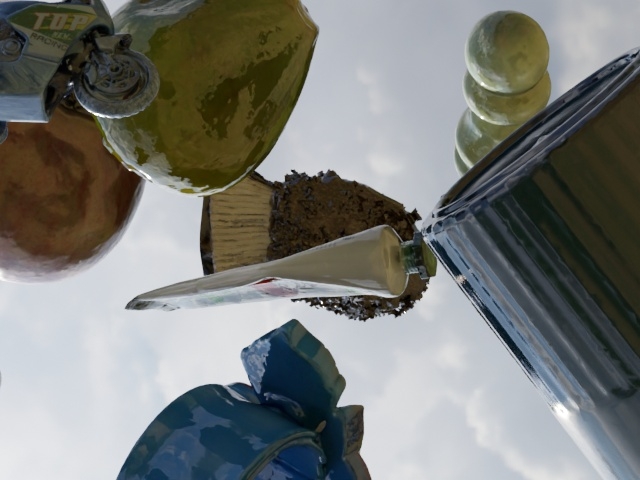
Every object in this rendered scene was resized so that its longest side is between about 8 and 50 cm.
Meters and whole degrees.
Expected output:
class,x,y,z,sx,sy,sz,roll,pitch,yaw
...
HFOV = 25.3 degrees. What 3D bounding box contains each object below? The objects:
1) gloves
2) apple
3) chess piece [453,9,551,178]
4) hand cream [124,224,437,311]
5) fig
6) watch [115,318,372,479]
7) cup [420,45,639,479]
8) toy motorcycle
class,x,y,z,sx,sy,sz,roll,pitch,yaw
gloves,-0.001,0.006,1.849,0.135,0.312,0.210,101,169,-57
apple,-0.350,-0.127,1.703,0.345,0.269,0.344,9,-115,-21
chess piece,0.237,-0.182,1.798,0.251,0.144,0.144,82,-160,-54
hand cream,-0.041,0.043,1.528,0.121,0.336,0.076,22,-121,-66
fig,-0.122,-0.163,1.398,0.207,0.207,0.230,31,-91,-54
watch,-0.081,0.246,1.473,0.274,0.241,0.305,-25,-52,-50
cup,0.254,0.025,0.989,0.242,0.308,0.292,-41,-87,-26
toy motorcycle,-0.253,-0.153,1.137,0.092,0.254,0.135,92,178,-56
